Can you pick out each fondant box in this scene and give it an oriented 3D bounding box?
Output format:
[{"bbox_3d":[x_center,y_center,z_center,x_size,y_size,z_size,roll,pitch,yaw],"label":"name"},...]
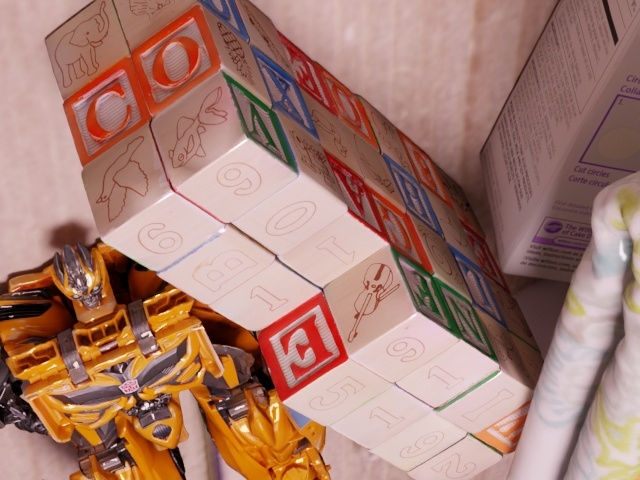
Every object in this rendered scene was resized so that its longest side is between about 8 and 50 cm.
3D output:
[{"bbox_3d":[0.254,-0.103,0.982,0.238,0.096,0.330,8,138,-16],"label":"fondant box"}]

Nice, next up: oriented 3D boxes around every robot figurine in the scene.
[{"bbox_3d":[-0.093,0.095,1.114,0.211,0.085,0.291,-24,145,1],"label":"robot figurine"}]

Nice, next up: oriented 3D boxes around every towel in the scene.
[{"bbox_3d":[0.264,0.058,0.977,0.320,0.090,0.374,-18,147,-18],"label":"towel"}]

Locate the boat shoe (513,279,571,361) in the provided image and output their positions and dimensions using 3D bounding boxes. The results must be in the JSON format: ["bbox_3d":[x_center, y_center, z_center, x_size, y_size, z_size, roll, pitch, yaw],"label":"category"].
[{"bbox_3d":[0.259,0.096,1.234,0.301,0.108,0.102,6,134,-10],"label":"boat shoe"}]

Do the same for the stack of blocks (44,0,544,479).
[{"bbox_3d":[0.000,0.000,0.962,0.087,0.171,0.297,-34,143,16],"label":"stack of blocks"}]
